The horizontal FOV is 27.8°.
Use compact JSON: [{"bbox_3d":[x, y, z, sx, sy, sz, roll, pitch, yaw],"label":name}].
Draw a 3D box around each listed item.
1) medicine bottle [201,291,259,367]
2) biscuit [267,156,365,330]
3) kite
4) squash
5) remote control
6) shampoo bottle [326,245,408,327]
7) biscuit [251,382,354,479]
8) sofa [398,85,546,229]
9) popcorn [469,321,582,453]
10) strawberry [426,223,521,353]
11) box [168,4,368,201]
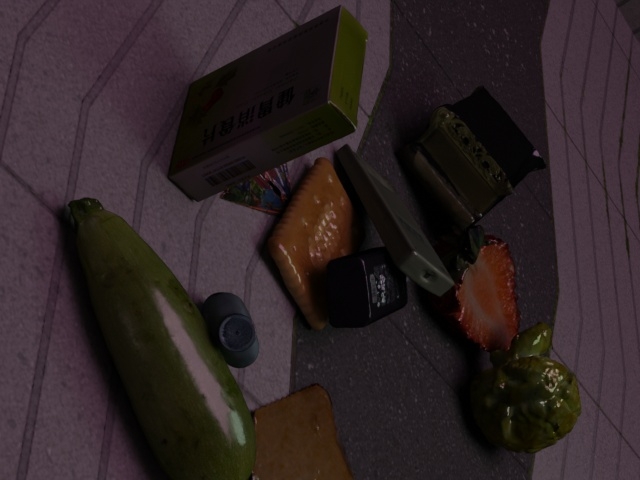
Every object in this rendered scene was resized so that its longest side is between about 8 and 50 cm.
[{"bbox_3d":[-0.104,0.104,1.510,0.208,0.054,0.090,166,-95,-82],"label":"medicine bottle"},{"bbox_3d":[0.001,0.000,1.862,0.160,0.030,0.249,63,30,-23],"label":"biscuit"},{"bbox_3d":[-0.081,-0.099,1.813,0.183,0.014,0.241,60,32,-18],"label":"kite"},{"bbox_3d":[-0.175,0.115,1.430,0.118,0.118,0.370,-30,98,-60],"label":"squash"},{"bbox_3d":[0.106,-0.035,1.959,0.123,0.038,0.285,36,18,-44],"label":"remote control"},{"bbox_3d":[0.081,0.062,1.891,0.309,0.071,0.098,-12,94,-72],"label":"shampoo bottle"},{"bbox_3d":[-0.018,0.315,1.678,0.237,0.013,0.232,-12,84,-61],"label":"biscuit"},{"bbox_3d":[0.251,-0.133,2.285,0.200,0.182,0.258,52,30,2],"label":"sofa"},{"bbox_3d":[0.345,0.245,2.150,0.198,0.198,0.212,25,58,-52],"label":"popcorn"},{"bbox_3d":[0.248,0.082,2.179,0.188,0.106,0.286,-52,135,-31],"label":"strawberry"},{"bbox_3d":[-0.066,-0.170,1.627,0.062,0.261,0.175,43,39,-36],"label":"box"}]
